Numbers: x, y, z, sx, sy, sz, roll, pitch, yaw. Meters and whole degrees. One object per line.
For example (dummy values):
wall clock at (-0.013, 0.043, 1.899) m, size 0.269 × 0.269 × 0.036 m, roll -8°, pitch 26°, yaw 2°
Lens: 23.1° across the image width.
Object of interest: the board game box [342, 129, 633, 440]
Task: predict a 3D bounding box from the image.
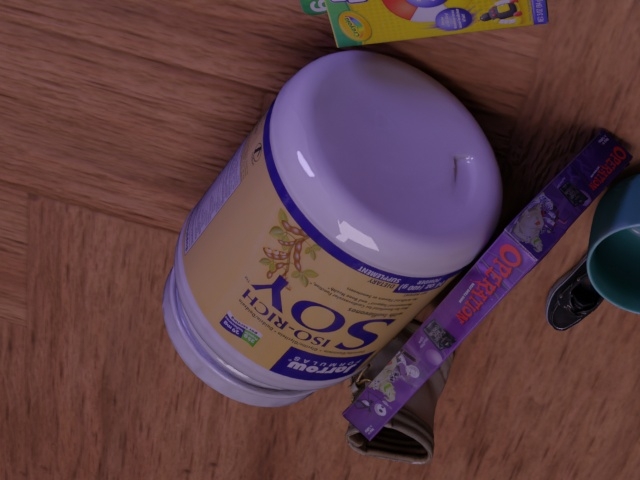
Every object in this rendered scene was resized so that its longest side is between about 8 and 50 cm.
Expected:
board game box at (0.162, 0.050, 1.567) m, size 0.056 × 0.208 × 0.347 m, roll 46°, pitch 138°, yaw 9°

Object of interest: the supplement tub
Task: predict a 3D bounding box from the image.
supplement tub at (0.000, 0.000, 1.544) m, size 0.241 × 0.241 × 0.331 m, roll 28°, pitch 137°, yaw -11°

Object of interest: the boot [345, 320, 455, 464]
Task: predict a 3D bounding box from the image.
boot at (0.042, 0.147, 1.741) m, size 0.213 × 0.165 × 0.077 m, roll 25°, pitch 137°, yaw -10°

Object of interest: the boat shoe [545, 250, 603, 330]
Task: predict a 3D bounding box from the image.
boat shoe at (0.275, 0.056, 1.659) m, size 0.049 × 0.040 × 0.142 m, roll 22°, pitch 138°, yaw -5°

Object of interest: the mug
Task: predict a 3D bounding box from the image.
mug at (0.331, 0.005, 1.542) m, size 0.129 × 0.097 × 0.158 m, roll 4°, pitch 137°, yaw 15°

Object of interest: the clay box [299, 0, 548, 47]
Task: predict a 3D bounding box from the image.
clay box at (0.082, -0.233, 1.365) m, size 0.222 × 0.053 × 0.127 m, roll -7°, pitch 145°, yaw 10°
